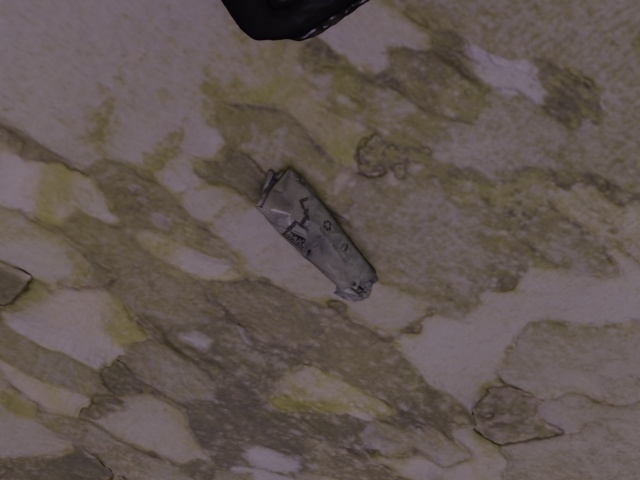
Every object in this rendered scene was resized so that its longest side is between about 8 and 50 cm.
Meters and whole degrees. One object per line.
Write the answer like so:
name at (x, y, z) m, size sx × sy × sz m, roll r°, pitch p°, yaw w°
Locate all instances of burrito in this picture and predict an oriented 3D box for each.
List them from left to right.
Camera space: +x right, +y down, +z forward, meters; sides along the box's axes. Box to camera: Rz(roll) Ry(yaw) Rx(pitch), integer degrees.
burrito at (-0.001, 0.000, 0.936) m, size 0.064 × 0.064 × 0.203 m, roll -32°, pitch 121°, yaw 15°

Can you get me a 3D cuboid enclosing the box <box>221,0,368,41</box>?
box at (0.008, -0.379, 0.656) m, size 0.350 × 0.091 × 0.359 m, roll -28°, pitch 117°, yaw 14°
